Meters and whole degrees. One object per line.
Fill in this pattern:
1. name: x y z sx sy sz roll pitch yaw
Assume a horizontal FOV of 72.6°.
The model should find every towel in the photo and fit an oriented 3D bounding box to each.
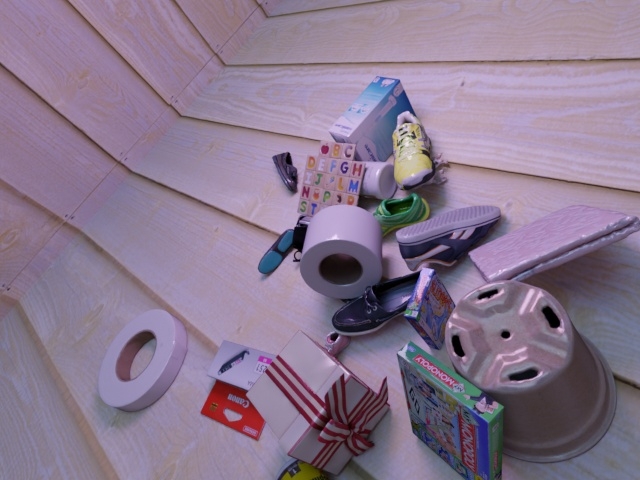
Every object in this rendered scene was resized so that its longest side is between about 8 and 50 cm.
1. towel: 0.528 0.009 1.043 0.317 0.053 0.332 -28 3 15

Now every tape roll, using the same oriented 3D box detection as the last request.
1. tape roll: 0.067 0.036 1.326 0.246 0.246 0.169 -19 35 22
2. tape roll: -0.681 0.450 1.667 0.392 0.072 0.392 -19 48 22

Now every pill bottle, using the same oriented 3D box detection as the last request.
1. pill bottle: 0.150 -0.221 1.575 0.229 0.131 0.131 12 65 41
2. pill bottle: -0.011 0.625 1.024 0.117 0.117 0.215 -46 44 -5

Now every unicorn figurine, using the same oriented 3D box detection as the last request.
1. unicorn figurine: 0.372 -0.225 1.483 0.111 0.060 0.162 -12 36 40

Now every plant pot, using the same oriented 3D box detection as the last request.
1. plant pot: 0.407 0.245 0.897 0.334 0.305 0.333 -19 47 22

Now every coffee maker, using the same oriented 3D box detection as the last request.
1. coffee maker: 0.000 0.000 1.527 0.178 0.120 0.171 9 102 42

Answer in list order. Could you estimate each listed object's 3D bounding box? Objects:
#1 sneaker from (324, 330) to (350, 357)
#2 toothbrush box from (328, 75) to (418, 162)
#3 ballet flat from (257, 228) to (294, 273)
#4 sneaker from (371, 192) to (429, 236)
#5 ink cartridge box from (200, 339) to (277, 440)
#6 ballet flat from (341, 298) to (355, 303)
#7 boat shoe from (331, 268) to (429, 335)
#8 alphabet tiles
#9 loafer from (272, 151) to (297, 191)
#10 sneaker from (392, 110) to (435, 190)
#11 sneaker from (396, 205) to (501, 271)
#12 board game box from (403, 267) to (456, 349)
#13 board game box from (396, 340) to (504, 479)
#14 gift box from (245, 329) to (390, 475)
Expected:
1. sneaker: 0.023 0.318 1.279 0.134 0.070 0.051 -46 46 -4
2. toothbrush box: 0.205 -0.431 1.643 0.295 0.216 0.126 -51 44 -8
3. ballet flat: -0.162 0.039 1.641 0.203 0.074 0.074 -51 44 -2
4. sneaker: 0.204 -0.078 1.428 0.296 0.123 0.109 -25 46 17
5. ink cartridge box: -0.256 0.459 1.372 0.275 0.060 0.238 4 58 37
6. ballet flat: 0.061 0.160 1.408 0.057 0.049 0.173 -28 43 -27
7. boat shoe: 0.179 0.167 1.229 0.340 0.113 0.127 -17 43 13
8. alphabet tiles: 0.031 -0.186 1.586 0.285 0.011 0.342 19 101 43
9. loafer: -0.142 -0.311 1.883 0.084 0.096 0.267 -31 42 3
10. sneaker: 0.293 -0.304 1.473 0.145 0.147 0.384 -24 31 22
11. sneaker: 0.376 -0.008 1.265 0.321 0.127 0.126 -17 18 -9
12. board game box: 0.284 0.178 1.112 0.035 0.201 0.136 8 63 39
13. board game box: 0.266 0.371 0.890 0.046 0.317 0.213 -34 39 -22
14. gift box: 0.009 0.395 1.096 0.276 0.255 0.258 -53 42 -4
